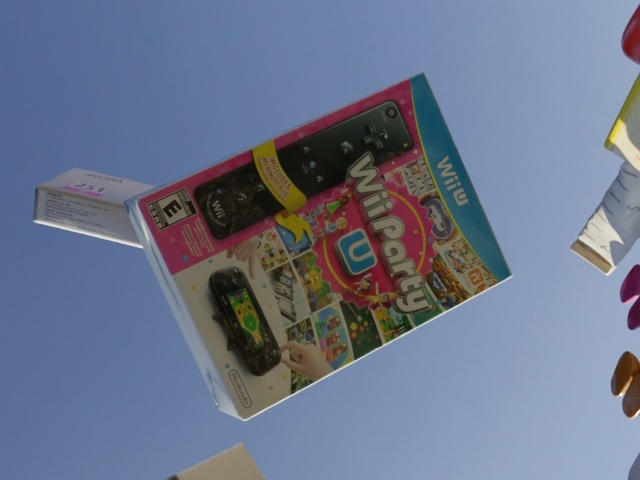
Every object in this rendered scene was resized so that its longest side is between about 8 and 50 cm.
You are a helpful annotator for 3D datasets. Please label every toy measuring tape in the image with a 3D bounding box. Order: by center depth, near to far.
[{"bbox_3d":[0.235,-0.085,0.636,0.330,0.121,0.121,89,173,-65],"label":"toy measuring tape"}]

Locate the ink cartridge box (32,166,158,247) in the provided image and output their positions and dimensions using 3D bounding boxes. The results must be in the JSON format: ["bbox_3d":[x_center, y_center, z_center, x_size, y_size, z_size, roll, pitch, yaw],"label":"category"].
[{"bbox_3d":[-0.234,-0.050,1.472,0.239,0.275,0.060,-55,-23,-69],"label":"ink cartridge box"}]

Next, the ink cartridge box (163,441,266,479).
[{"bbox_3d":[-0.224,0.398,1.269,0.307,0.223,0.129,-16,-113,-48],"label":"ink cartridge box"}]

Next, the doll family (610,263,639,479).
[{"bbox_3d":[0.287,0.133,0.686,0.163,0.118,0.263,12,-142,-6],"label":"doll family"}]

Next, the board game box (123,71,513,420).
[{"bbox_3d":[0.000,0.000,0.977,0.303,0.097,0.224,-26,-84,-18],"label":"board game box"}]
